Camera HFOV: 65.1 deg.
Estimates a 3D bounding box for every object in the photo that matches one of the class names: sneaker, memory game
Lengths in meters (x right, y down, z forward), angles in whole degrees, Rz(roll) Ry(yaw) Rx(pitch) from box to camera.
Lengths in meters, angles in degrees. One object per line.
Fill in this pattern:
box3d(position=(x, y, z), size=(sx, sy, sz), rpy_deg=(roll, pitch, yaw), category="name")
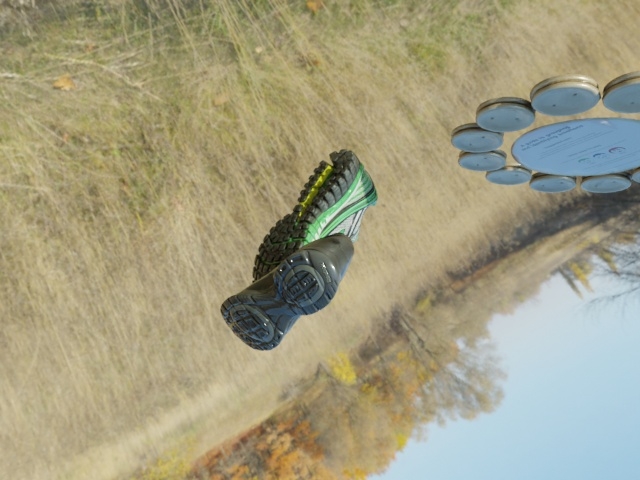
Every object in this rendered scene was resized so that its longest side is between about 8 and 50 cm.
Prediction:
box3d(position=(-0.047, 0.082, 0.790), size=(0.286, 0.109, 0.130), rpy_deg=(-33, -174, 39), category="sneaker")
box3d(position=(0.185, -0.067, 0.350), size=(0.186, 0.012, 0.186), rpy_deg=(7, 169, 1), category="memory game")
box3d(position=(0.000, 0.000, 0.961), size=(0.146, 0.134, 0.343), rpy_deg=(42, 80, -32), category="sneaker")
